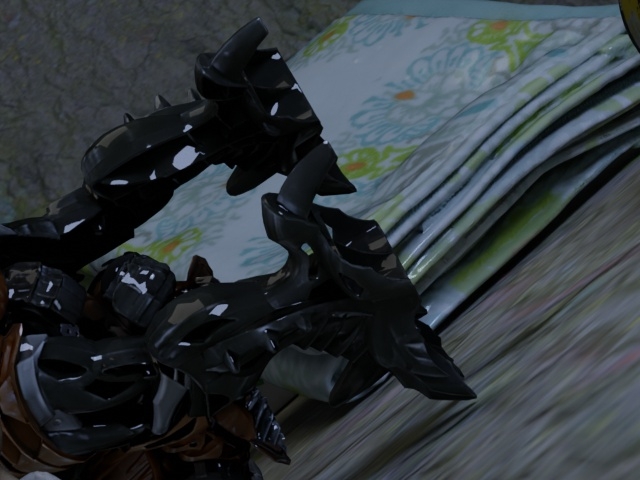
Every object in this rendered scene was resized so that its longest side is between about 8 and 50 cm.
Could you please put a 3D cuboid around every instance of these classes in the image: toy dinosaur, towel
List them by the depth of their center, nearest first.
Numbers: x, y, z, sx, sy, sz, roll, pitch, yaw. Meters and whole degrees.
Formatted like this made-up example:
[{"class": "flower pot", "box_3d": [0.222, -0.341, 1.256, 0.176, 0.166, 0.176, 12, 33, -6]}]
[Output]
[{"class": "toy dinosaur", "box_3d": [-0.077, 0.038, 0.512, 0.218, 0.164, 0.322, -29, -18, 2]}, {"class": "towel", "box_3d": [0.020, -0.049, 0.924, 0.320, 0.090, 0.374, -39, 25, -21]}]

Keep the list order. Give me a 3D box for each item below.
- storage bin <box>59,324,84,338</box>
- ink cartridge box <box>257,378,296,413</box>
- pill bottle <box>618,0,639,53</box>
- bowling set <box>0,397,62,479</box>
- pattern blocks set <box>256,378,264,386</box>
[{"class": "storage bin", "box_3d": [-0.181, 0.143, 0.933, 0.122, 0.084, 0.180, -46, 33, 36]}, {"class": "ink cartridge box", "box_3d": [0.000, 0.000, 1.213, 0.371, 0.176, 0.069, -39, -2, -22]}, {"class": "pill bottle", "box_3d": [0.178, -0.112, 0.537, 0.103, 0.103, 0.184, -40, -1, 5]}, {"class": "bowling set", "box_3d": [-0.201, 0.168, 0.445, 0.287, 0.154, 0.200, -41, -1, 34]}, {"class": "pattern blocks set", "box_3d": [-0.014, 0.001, 1.016, 0.285, 0.026, 0.325, -16, 31, 24]}]
